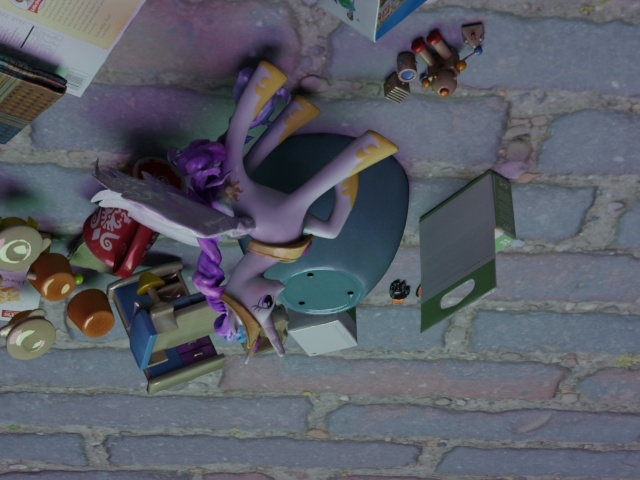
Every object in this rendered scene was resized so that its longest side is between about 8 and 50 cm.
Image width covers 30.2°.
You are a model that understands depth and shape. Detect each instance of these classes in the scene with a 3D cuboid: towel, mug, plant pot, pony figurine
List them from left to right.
[{"bbox_3d":[-0.555,-0.234,1.590,0.370,0.040,0.271,19,160,-29],"label":"towel"},{"bbox_3d":[-0.355,0.009,2.005,0.110,0.027,0.148,18,140,-26],"label":"towel"},{"bbox_3d":[-0.279,-0.032,1.856,0.113,0.150,0.169,-8,151,-43],"label":"mug"},{"bbox_3d":[-0.121,-0.056,1.645,0.351,0.363,0.303,33,175,-3],"label":"pony figurine"},{"bbox_3d":[0.000,0.000,1.856,0.290,0.195,0.290,-1,144,-1],"label":"plant pot"}]

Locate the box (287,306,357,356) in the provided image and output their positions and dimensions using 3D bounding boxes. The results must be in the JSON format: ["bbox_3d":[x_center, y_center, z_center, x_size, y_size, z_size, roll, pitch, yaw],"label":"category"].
[{"bbox_3d":[0.003,0.142,2.148,0.102,0.087,0.101,-14,143,18],"label":"box"}]

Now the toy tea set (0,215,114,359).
[{"bbox_3d":[-0.494,0.077,1.976,0.200,0.124,0.336,-40,137,-2],"label":"toy tea set"}]

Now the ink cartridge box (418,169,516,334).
[{"bbox_3d":[0.229,0.026,1.862,0.056,0.235,0.171,27,136,-29],"label":"ink cartridge box"}]

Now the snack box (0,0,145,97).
[{"bbox_3d":[-0.327,-0.324,1.505,0.187,0.060,0.322,20,140,-26],"label":"snack box"}]

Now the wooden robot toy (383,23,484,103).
[{"bbox_3d":[0.156,-0.230,1.634,0.173,0.079,0.076,-25,138,29],"label":"wooden robot toy"}]

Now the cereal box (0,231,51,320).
[{"bbox_3d":[-0.565,0.059,2.051,0.173,0.047,0.240,8,143,-14],"label":"cereal box"}]

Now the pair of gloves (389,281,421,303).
[{"bbox_3d":[0.167,0.093,2.149,0.083,0.010,0.074,-1,146,5],"label":"pair of gloves"}]

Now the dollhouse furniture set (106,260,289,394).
[{"bbox_3d":[-0.194,0.075,1.923,0.286,0.198,0.303,-19,159,-22],"label":"dollhouse furniture set"}]

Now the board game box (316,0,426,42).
[{"bbox_3d":[0.107,-0.397,1.271,0.097,0.224,0.303,37,151,19],"label":"board game box"}]
